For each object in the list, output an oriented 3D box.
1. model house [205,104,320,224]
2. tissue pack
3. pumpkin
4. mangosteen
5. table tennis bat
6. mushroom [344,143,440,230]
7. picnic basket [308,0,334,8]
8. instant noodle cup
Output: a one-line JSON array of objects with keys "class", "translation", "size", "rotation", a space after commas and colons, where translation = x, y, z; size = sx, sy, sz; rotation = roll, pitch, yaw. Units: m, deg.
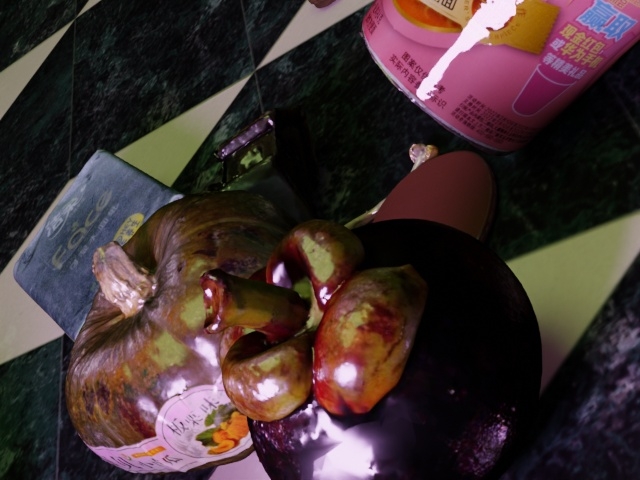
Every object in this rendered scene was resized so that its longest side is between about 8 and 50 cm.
[{"class": "model house", "translation": [-0.070, -0.056, 1.330], "size": [0.165, 0.106, 0.152], "rotation": [-30, 37, 28]}, {"class": "tissue pack", "translation": [-0.223, 0.014, 1.499], "size": [0.185, 0.081, 0.257], "rotation": [-54, 30, -4]}, {"class": "pumpkin", "translation": [-0.115, 0.067, 1.170], "size": [0.260, 0.189, 0.260], "rotation": [-36, 31, 26]}, {"class": "mangosteen", "translation": [0.023, 0.074, 0.902], "size": [0.211, 0.250, 0.211], "rotation": [-33, 41, 33]}, {"class": "table tennis bat", "translation": [0.082, 0.015, 1.119], "size": [0.130, 0.019, 0.220], "rotation": [-20, 41, 38]}, {"class": "mushroom", "translation": [-0.001, 0.003, 1.256], "size": [0.286, 0.026, 0.028], "rotation": [-40, 15, 24]}, {"class": "picnic basket", "translation": [-0.011, -0.306, 1.550], "size": [0.072, 0.083, 0.072], "rotation": [-36, 33, 28]}, {"class": "instant noodle cup", "translation": [0.169, -0.207, 1.058], "size": [0.255, 0.244, 0.244], "rotation": [-50, 27, 24]}]
